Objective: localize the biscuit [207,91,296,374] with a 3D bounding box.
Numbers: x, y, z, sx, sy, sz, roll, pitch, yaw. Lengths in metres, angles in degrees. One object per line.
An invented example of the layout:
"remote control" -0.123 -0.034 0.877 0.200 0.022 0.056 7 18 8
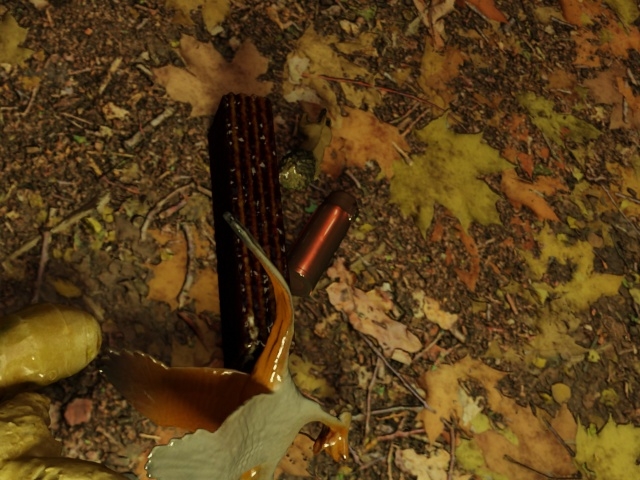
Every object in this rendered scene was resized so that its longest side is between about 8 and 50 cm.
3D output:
"biscuit" -0.094 -0.012 1.798 0.073 0.107 0.388 4 60 -18

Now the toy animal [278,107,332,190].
"toy animal" -0.019 -0.124 1.924 0.069 0.086 0.219 29 37 -8

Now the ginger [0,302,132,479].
"ginger" -0.387 0.224 1.526 0.348 0.122 0.363 -15 50 -10

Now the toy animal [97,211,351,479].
"toy animal" -0.071 0.151 1.630 0.302 0.284 0.225 31 7 -31

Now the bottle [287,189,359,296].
"bottle" 0.000 0.000 1.861 0.060 0.060 0.164 33 54 -2
